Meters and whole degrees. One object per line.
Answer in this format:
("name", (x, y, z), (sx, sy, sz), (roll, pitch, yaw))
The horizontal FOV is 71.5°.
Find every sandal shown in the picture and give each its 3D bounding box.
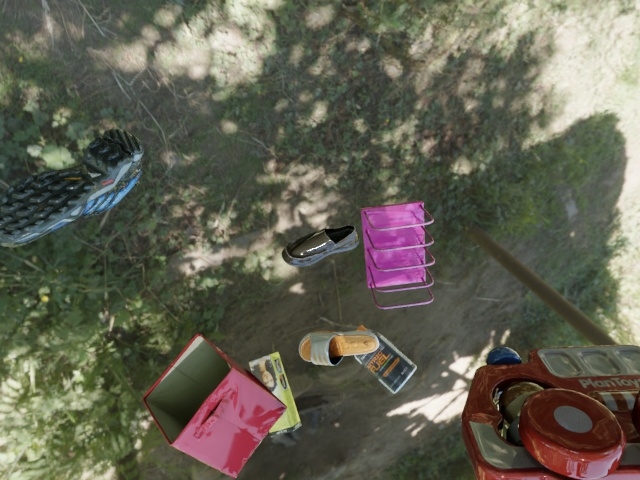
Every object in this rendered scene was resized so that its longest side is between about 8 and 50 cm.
("sandal", (0.044, 0.331, 1.358), (0.265, 0.076, 0.102), (-14, 106, 22))

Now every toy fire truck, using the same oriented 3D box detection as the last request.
("toy fire truck", (0.329, 0.227, 0.566), (0.302, 0.254, 0.169), (-4, 112, 4))

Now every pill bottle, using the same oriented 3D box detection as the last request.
("pill bottle", (0.211, 0.416, 1.595), (0.130, 0.245, 0.130), (-44, 162, -18))

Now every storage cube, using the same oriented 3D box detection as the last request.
("storage cube", (-0.227, 0.352, 0.966), (0.184, 0.215, 0.193), (-51, 125, -16))

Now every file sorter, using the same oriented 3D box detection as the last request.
("file sorter", (0.251, 0.049, 1.416), (0.202, 0.182, 0.291), (-7, 113, 0))

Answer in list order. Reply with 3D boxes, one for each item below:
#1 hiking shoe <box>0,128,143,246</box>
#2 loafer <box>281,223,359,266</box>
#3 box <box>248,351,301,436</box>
("hiking shoe", (-0.445, -0.075, 0.822), (0.304, 0.113, 0.132), (-45, 166, -32))
("loafer", (0.000, 0.000, 1.174), (0.220, 0.080, 0.078), (-19, 146, -16))
("box", (-0.140, 0.469, 1.363), (0.087, 0.232, 0.058), (-25, 168, 20))
